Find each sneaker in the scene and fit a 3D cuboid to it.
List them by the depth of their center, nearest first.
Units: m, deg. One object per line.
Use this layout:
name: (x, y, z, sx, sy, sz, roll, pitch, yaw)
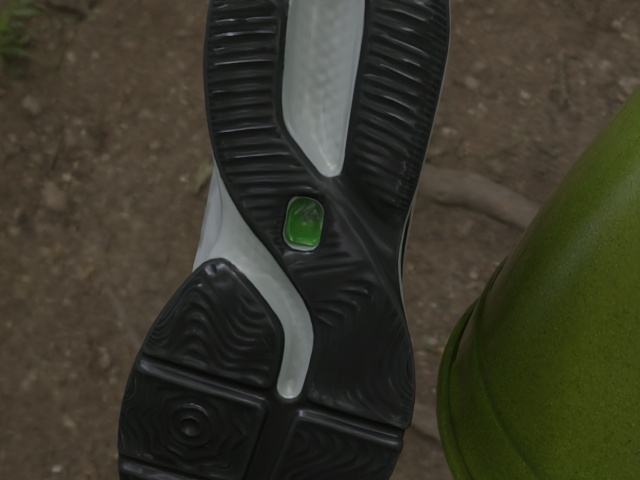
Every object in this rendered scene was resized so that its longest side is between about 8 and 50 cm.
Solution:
sneaker: (0.001, 0.000, 0.711, 0.169, 0.257, 0.447, 15, 110, 5)

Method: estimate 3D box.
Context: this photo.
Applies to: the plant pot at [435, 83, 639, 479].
plant pot: (0.295, 0.027, 0.685, 0.353, 0.367, 0.366, 104, 147, -44)
